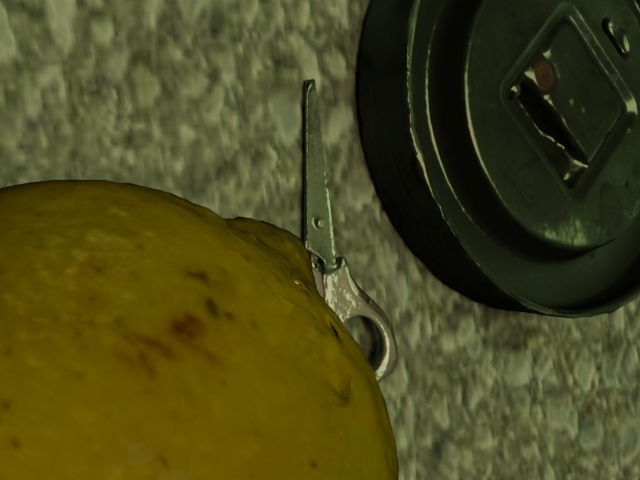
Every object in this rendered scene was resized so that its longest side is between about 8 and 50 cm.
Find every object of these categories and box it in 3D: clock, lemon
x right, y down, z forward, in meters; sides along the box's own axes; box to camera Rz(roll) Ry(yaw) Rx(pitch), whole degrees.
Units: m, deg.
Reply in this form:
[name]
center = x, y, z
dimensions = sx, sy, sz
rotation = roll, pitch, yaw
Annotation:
[clock]
center = 0.143, -0.088, 0.816
dimensions = 0.280, 0.055, 0.280
rotation = 4, 83, -38
[lemon]
center = -0.098, 0.109, 0.485
dimensions = 0.258, 0.258, 0.310
rotation = 54, 55, -22

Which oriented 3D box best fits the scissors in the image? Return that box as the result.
[scissors]
center = 0.000, 0.000, 0.723
dimensions = 0.100, 0.015, 0.189
rotation = 1, 85, -36
